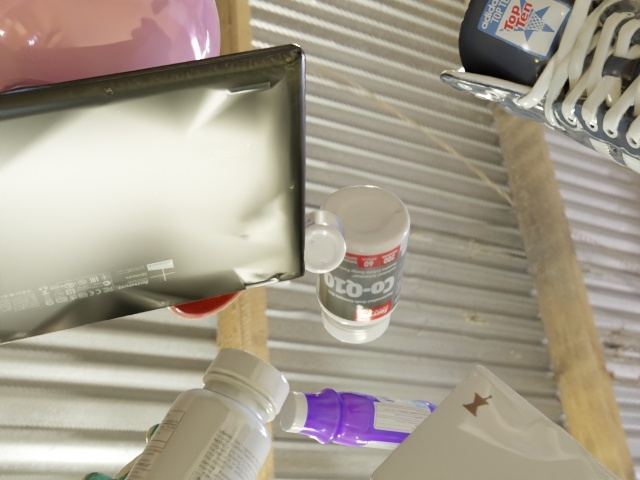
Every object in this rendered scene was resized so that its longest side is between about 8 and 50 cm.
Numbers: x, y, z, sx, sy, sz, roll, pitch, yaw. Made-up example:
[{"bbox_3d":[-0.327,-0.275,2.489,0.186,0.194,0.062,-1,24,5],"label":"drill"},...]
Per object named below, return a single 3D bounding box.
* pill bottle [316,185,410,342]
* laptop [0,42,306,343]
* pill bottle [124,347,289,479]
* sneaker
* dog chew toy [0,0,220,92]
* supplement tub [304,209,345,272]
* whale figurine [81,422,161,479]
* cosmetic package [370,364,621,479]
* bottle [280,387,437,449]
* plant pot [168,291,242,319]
[{"bbox_3d":[0.072,0.053,1.432,0.161,0.283,0.161,0,-134,0],"label":"pill bottle"},{"bbox_3d":[-0.226,-0.048,0.706,0.382,0.408,0.236,-13,-126,-11],"label":"laptop"},{"bbox_3d":[-0.133,0.248,0.923,0.131,0.131,0.229,36,-122,-10],"label":"pill bottle"},{"bbox_3d":[0.149,-0.077,0.362,0.153,0.099,0.282,23,-163,-9],"label":"sneaker"},{"bbox_3d":[-0.168,-0.246,0.668,0.206,0.206,0.332,21,-112,-21],"label":"dog chew toy"},{"bbox_3d":[0.000,0.000,1.103,0.071,0.071,0.107,38,-170,-9],"label":"supplement tub"},{"bbox_3d":[-0.234,0.388,1.178,0.272,0.141,0.216,13,-101,-56],"label":"whale figurine"},{"bbox_3d":[0.248,0.348,0.839,0.161,0.453,0.230,-43,-133,-8],"label":"cosmetic package"},{"bbox_3d":[0.070,0.308,1.342,0.283,0.118,0.092,13,-104,-24],"label":"bottle"},{"bbox_3d":[-0.278,-0.033,1.446,0.265,0.272,0.272,27,-139,31],"label":"plant pot"}]
